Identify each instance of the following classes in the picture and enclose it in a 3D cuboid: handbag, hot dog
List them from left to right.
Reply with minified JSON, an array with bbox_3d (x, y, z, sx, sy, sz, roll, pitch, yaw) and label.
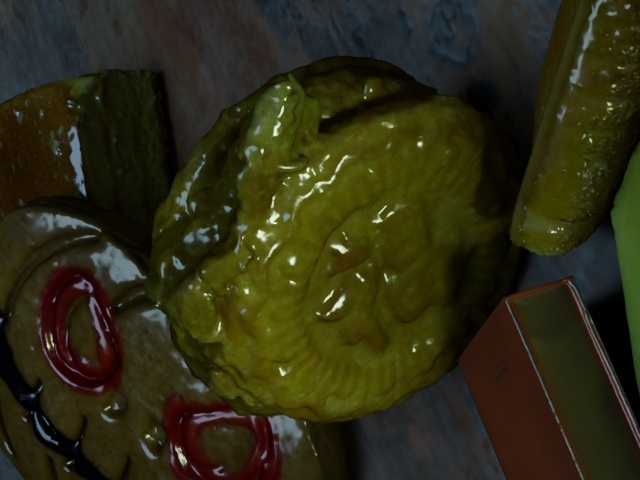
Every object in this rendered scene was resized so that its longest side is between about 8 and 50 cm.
[{"bbox_3d":[0.147,0.131,0.999,0.127,0.062,0.190,114,137,-68],"label":"handbag"},{"bbox_3d":[0.165,-0.118,0.932,0.083,0.068,0.289,-75,1,-59],"label":"hot dog"}]

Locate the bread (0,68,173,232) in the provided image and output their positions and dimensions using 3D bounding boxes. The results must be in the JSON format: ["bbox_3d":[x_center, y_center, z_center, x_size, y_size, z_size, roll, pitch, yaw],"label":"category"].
[{"bbox_3d":[-0.202,-0.013,1.444,0.184,0.110,0.234,-15,85,54],"label":"bread"}]

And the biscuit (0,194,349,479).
[{"bbox_3d":[-0.133,0.118,1.314,0.367,0.063,0.314,37,127,19],"label":"biscuit"}]

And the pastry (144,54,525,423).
[{"bbox_3d":[0.000,0.000,1.055,0.132,0.235,0.240,43,120,47],"label":"pastry"}]

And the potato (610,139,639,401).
[{"bbox_3d":[0.209,0.020,0.918,0.119,0.054,0.198,28,124,58],"label":"potato"}]
